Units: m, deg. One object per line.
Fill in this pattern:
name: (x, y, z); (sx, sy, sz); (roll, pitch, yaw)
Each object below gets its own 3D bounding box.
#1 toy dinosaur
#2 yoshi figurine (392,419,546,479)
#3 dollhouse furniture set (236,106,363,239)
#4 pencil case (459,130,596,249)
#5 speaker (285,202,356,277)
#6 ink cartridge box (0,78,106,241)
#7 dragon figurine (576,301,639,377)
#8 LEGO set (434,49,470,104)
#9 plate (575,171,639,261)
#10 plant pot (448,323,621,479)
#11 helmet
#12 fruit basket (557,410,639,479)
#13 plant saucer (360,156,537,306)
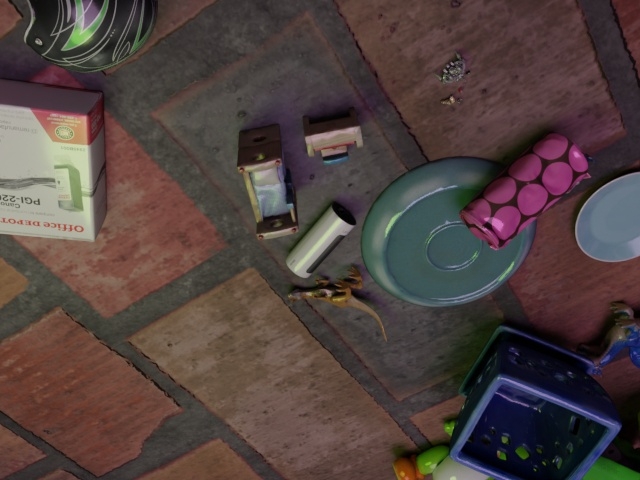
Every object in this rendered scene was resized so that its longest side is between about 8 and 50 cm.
toy dinosaur: (0.047, 0.106, 1.138); (0.211, 0.064, 0.112); (18, 139, -6)
yoshi figurine: (0.352, 0.504, 1.348); (0.362, 0.203, 0.203); (-21, 117, 6)
dollhouse furniture set: (-0.021, -0.102, 0.939); (0.184, 0.129, 0.129); (-11, 124, 3)
pencil case: (0.324, -0.075, 0.973); (0.209, 0.095, 0.098); (-40, 109, 0)
speaker: (0.000, 0.000, 1.055); (0.055, 0.055, 0.136); (31, 116, -23)
ink cartridge box: (-0.411, -0.114, 0.921); (0.158, 0.092, 0.218); (5, 125, -8)
dragon figurine: (0.649, 0.195, 1.212); (0.289, 0.085, 0.144); (-7, 124, 13)
LEGO set: (0.202, -0.242, 0.927); (0.054, 0.023, 0.083); (-18, 123, 7)
plate: (0.541, -0.044, 1.091); (0.188, 0.024, 0.188); (-2, 124, -3)
plant pot: (0.396, 0.314, 1.186); (0.236, 0.212, 0.236); (21, 121, 1)
helmet: (-0.289, -0.295, 0.767); (0.169, 0.169, 0.161); (-9, 108, 1)
fruit basket: (0.715, 0.463, 1.300); (0.283, 0.392, 0.392); (17, 121, -16)
plant saucer: (0.230, 0.004, 1.086); (0.317, 0.043, 0.317); (-2, 124, -3)
